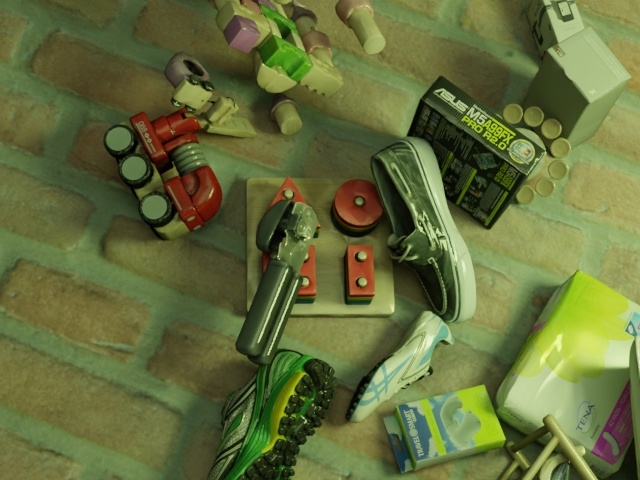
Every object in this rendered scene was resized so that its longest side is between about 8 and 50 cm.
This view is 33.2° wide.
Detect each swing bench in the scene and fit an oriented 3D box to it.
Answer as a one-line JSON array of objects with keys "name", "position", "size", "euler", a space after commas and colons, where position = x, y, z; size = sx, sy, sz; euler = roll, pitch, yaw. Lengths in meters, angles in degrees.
[{"name": "swing bench", "position": [0.377, 0.431, 1.667], "size": [0.255, 0.253, 0.165], "euler": [39, 72, 9]}]

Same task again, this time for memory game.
[{"name": "memory game", "position": [0.362, -0.155, 1.949], "size": [0.186, 0.012, 0.186], "euler": [4, 102, 19]}]

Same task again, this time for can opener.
[{"name": "can opener", "position": [-0.082, 0.063, 1.771], "size": [0.095, 0.076, 0.283], "euler": [8, 66, 33]}]

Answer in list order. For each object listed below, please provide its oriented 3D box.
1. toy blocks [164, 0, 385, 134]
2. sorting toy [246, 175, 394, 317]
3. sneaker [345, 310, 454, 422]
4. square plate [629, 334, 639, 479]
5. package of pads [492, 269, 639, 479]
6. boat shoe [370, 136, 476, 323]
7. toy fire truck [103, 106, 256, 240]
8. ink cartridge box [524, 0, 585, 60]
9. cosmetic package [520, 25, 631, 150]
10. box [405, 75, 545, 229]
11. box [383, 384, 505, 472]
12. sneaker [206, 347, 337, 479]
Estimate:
[{"name": "toy blocks", "position": [-0.103, -0.385, 1.916], "size": [0.289, 0.309, 0.260], "euler": [20, 35, -42]}, {"name": "sorting toy", "position": [0.000, 0.000, 1.874], "size": [0.257, 0.089, 0.255], "euler": [0, 70, -5]}, {"name": "sneaker", "position": [0.134, 0.223, 1.812], "size": [0.086, 0.085, 0.237], "euler": [43, 75, 2]}, {"name": "square plate", "position": [0.593, 0.353, 1.734], "size": [0.344, 0.049, 0.347], "euler": [20, 62, -44]}, {"name": "package of pads", "position": [0.452, 0.223, 1.830], "size": [0.229, 0.101, 0.296], "euler": [31, 70, 6]}, {"name": "boat shoe", "position": [0.164, -0.008, 1.844], "size": [0.119, 0.121, 0.335], "euler": [-20, 91, -25]}, {"name": "toy fire truck", "position": [-0.222, -0.139, 1.888], "size": [0.246, 0.158, 0.217], "euler": [-28, 75, -4]}, {"name": "ink cartridge box", "position": [0.450, -0.416, 2.055], "size": [0.063, 0.109, 0.150], "euler": [-13, 72, -6]}, {"name": "cosmetic package", "position": [0.452, -0.262, 1.931], "size": [0.107, 0.238, 0.127], "euler": [-30, 76, -15]}, {"name": "box", "position": [0.252, -0.145, 1.855], "size": [0.216, 0.270, 0.060], "euler": [37, 72, 9]}, {"name": "box", "position": [0.205, 0.313, 1.793], "size": [0.178, 0.042, 0.109], "euler": [-13, 57, -9]}, {"name": "sneaker", "position": [-0.110, 0.333, 1.744], "size": [0.146, 0.134, 0.343], "euler": [20, 73, 41]}]
